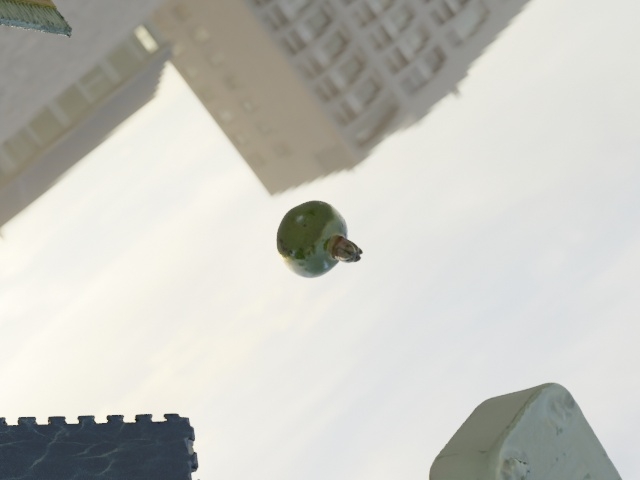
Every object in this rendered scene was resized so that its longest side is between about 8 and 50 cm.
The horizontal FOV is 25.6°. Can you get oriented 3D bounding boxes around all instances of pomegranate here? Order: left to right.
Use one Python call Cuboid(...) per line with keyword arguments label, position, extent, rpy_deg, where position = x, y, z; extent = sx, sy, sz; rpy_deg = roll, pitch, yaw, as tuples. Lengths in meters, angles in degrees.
Cuboid(label="pomegranate", position=(0.001, -0.003, 1.313), extent=(0.084, 0.073, 0.073), rpy_deg=(-8, -154, 21))

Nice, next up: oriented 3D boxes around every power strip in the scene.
Cuboid(label="power strip", position=(0.195, 0.261, 0.837), extent=(0.062, 0.385, 0.091), rpy_deg=(-19, -163, 47))

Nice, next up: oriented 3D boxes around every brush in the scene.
Cuboid(label="brush", position=(-0.302, -0.254, 1.311), extent=(0.205, 0.083, 0.011), rpy_deg=(54, -53, 37))

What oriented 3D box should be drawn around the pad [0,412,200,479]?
Cuboid(label="pad", position=(-0.195, 0.236, 0.895), extent=(0.269, 0.269, 0.012), rpy_deg=(0, 152, -21))
